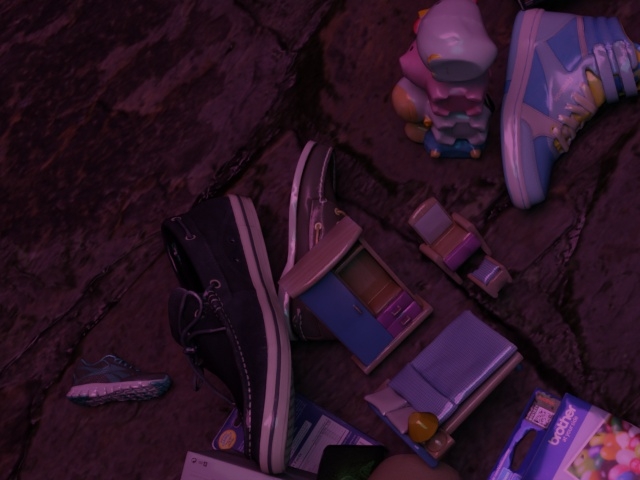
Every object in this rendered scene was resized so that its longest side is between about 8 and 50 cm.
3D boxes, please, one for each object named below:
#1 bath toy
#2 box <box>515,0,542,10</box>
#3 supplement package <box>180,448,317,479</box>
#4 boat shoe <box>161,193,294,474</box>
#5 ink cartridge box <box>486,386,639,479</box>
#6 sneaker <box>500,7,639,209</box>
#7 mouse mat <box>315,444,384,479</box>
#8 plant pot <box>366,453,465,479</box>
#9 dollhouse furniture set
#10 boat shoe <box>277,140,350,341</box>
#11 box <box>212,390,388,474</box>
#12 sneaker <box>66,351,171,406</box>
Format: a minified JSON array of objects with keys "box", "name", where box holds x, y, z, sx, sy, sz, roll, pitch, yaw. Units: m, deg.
[{"box":[0.176,-0.236,1.914,0.151,0.348,0.129,4,70,4],"name":"bath toy"},{"box":[0.371,-0.447,2.050,0.220,0.051,0.175,-25,33,7],"name":"box"},{"box":[-0.091,0.406,1.843,0.194,0.149,0.203,13,88,23],"name":"supplement package"},{"box":[-0.131,0.127,1.902,0.156,0.187,0.500,-8,44,-10],"name":"boat shoe"},{"box":[0.381,0.332,1.801,0.311,0.065,0.186,26,79,25],"name":"ink cartridge box"},{"box":[0.374,-0.196,1.961,0.208,0.127,0.319,2,72,19],"name":"sneaker"},{"box":[0.031,0.347,1.817,0.007,0.190,0.152,13,88,28],"name":"mouse mat"},{"box":[0.105,0.424,1.757,0.256,0.256,0.274,4,49,18],"name":"plant pot"},{"box":[0.140,0.095,1.816,0.286,0.198,0.303,-44,35,-2],"name":"dollhouse furniture set"},{"box":[0.001,0.001,2.014,0.091,0.109,0.305,3,77,17],"name":"boat shoe"},{"box":[-0.032,0.298,1.950,0.225,0.036,0.136,30,81,22],"name":"box"},{"box":[-0.307,0.204,2.058,0.166,0.065,0.076,-6,65,13],"name":"sneaker"}]
